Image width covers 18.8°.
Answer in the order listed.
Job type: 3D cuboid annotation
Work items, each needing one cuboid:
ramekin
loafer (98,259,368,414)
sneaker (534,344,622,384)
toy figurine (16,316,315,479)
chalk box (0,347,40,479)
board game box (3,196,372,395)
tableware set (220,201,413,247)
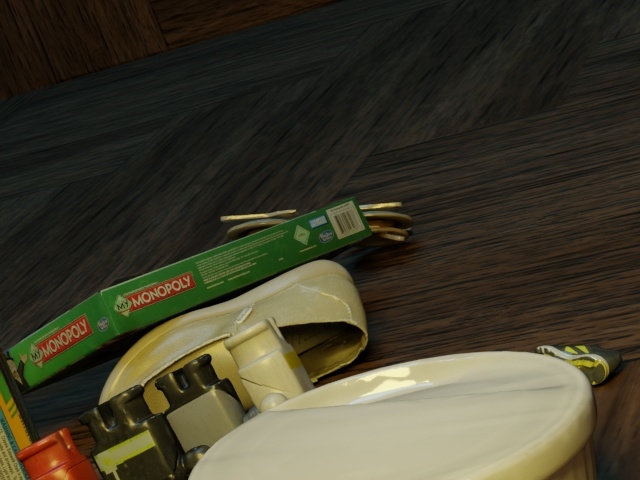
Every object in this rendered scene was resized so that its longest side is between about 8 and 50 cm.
[{"bbox_3d":[0.058,0.178,1.252,0.273,0.127,0.273,-15,14,4],"label":"ramekin"},{"bbox_3d":[-0.072,0.108,1.708,0.268,0.102,0.092,-31,38,-14],"label":"loafer"},{"bbox_3d":[0.206,0.098,1.540,0.035,0.031,0.083,-16,15,-35],"label":"sneaker"},{"bbox_3d":[-0.095,0.170,1.427,0.209,0.148,0.213,-26,-3,-35],"label":"toy figurine"},{"bbox_3d":[-0.345,0.173,1.702,0.179,0.180,0.289,-23,18,-7],"label":"chalk box"},{"bbox_3d":[-0.129,0.054,1.836,0.317,0.046,0.213,-21,-5,-41],"label":"board game box"},{"bbox_3d":[0.000,0.000,1.995,0.194,0.039,0.128,-4,-13,7],"label":"tableware set"}]
